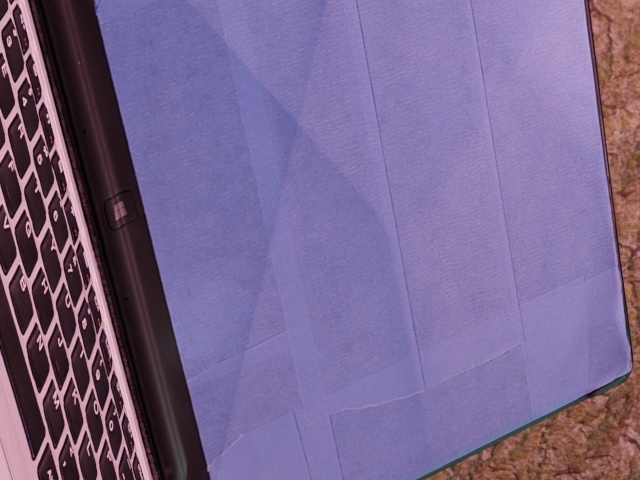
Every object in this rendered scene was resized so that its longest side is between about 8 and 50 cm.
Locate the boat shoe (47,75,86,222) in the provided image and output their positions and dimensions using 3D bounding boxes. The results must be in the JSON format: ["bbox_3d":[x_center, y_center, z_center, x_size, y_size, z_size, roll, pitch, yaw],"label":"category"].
[{"bbox_3d":[-0.259,0.016,1.128,0.156,0.187,0.500,-57,-172,-30],"label":"boat shoe"}]

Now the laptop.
[{"bbox_3d":[0.000,0.000,0.659,0.236,0.382,0.408,-8,-156,8],"label":"laptop"}]

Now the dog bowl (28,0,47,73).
[{"bbox_3d":[-0.050,-0.220,0.865,0.349,0.102,0.349,-58,176,-7],"label":"dog bowl"}]
